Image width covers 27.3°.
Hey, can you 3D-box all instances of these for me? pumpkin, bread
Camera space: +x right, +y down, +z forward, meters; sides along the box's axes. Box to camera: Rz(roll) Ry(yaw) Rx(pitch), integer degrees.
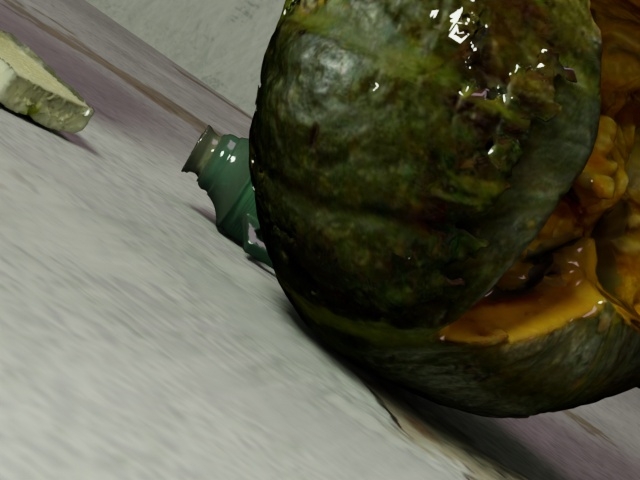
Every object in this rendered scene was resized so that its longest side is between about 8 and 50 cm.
[{"bbox_3d":[0.114,-0.060,0.658,0.320,0.320,0.192,30,6,-41],"label":"pumpkin"},{"bbox_3d":[-0.195,-0.111,0.756,0.154,0.028,0.068,39,7,34],"label":"bread"}]

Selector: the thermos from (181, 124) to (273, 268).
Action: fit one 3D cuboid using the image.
[{"bbox_3d":[0.000,-0.001,0.794,0.188,0.083,0.073,32,-19,-6],"label":"thermos"}]
